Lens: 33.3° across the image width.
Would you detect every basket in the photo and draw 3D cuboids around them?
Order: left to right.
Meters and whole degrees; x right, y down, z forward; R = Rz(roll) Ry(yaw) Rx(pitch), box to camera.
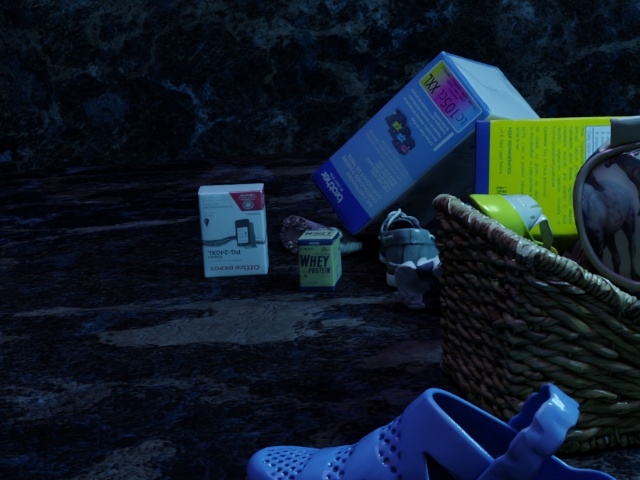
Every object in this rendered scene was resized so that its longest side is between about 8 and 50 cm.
[{"bbox_3d":[0.260,0.068,1.150,0.214,0.223,0.299,-5,11,-9],"label":"basket"}]

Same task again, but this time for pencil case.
[{"bbox_3d":[0.387,-0.041,1.290,0.160,0.183,0.410,4,2,14],"label":"pencil case"}]

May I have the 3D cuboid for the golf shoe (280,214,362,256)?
[{"bbox_3d":[0.000,0.000,1.954,0.086,0.069,0.176,9,7,-42],"label":"golf shoe"}]

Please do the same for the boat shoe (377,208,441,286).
[{"bbox_3d":[0.153,-0.002,1.796,0.116,0.099,0.319,-3,12,5],"label":"boat shoe"}]

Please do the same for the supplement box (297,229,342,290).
[{"bbox_3d":[-0.001,0.031,1.715,0.056,0.083,0.083,-1,12,10],"label":"supplement box"}]

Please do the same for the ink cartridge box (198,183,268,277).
[{"bbox_3d":[-0.147,-0.016,1.815,0.109,0.150,0.063,-3,16,-1],"label":"ink cartridge box"}]

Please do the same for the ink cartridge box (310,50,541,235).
[{"bbox_3d":[0.172,-0.143,1.936,0.395,0.151,0.270,-43,-20,24],"label":"ink cartridge box"}]

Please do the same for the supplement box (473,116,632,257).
[{"bbox_3d":[0.432,-0.078,1.727,0.357,0.194,0.195,1,-12,14],"label":"supplement box"}]

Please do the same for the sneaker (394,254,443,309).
[{"bbox_3d":[0.233,0.054,1.521,0.153,0.094,0.235,-21,9,-31],"label":"sneaker"}]

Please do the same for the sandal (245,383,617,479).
[{"bbox_3d":[0.092,0.181,0.871,0.318,0.138,0.126,-2,14,12],"label":"sandal"}]

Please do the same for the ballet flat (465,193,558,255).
[{"bbox_3d":[0.253,-0.015,1.372,0.077,0.231,0.077,-41,52,3],"label":"ballet flat"}]

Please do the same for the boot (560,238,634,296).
[{"bbox_3d":[0.376,0.067,1.504,0.115,0.112,0.305,32,16,11],"label":"boot"}]
